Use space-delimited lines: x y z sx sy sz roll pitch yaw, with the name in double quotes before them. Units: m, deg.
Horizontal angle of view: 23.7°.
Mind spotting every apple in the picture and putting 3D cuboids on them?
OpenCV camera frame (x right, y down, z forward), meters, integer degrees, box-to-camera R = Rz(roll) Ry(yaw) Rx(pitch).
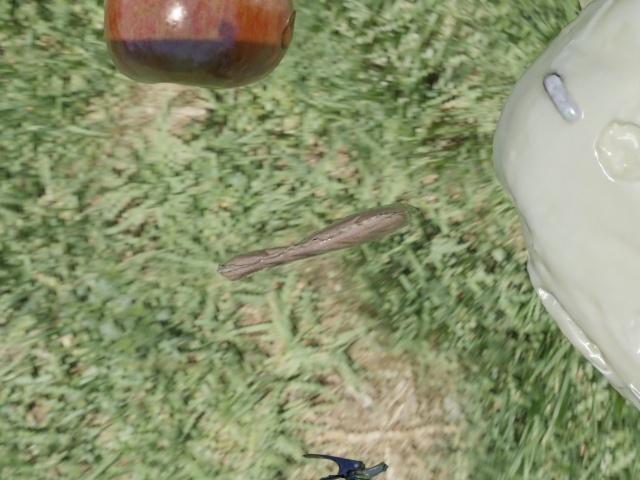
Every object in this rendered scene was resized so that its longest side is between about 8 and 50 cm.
"apple" -0.130 -0.246 1.648 0.210 0.209 0.164 5 96 12

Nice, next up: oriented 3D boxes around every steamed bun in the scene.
"steamed bun" 0.114 -0.012 0.385 0.112 0.091 0.130 -42 85 28

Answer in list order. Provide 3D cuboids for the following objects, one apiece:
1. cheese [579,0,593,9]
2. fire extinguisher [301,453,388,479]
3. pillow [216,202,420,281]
"cheese" 0.317 -0.195 1.492 0.071 0.249 0.163 -36 70 -2
"fire extinguisher" 0.046 0.408 1.833 0.135 0.114 0.337 -13 62 18
"pillow" -0.001 0.000 1.548 0.211 0.135 0.034 -18 92 8
